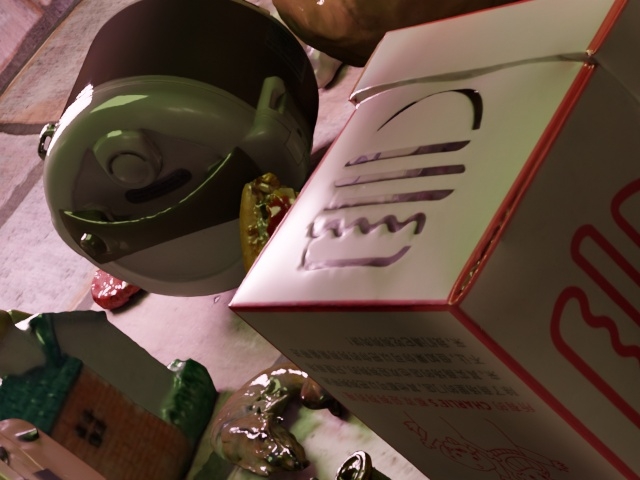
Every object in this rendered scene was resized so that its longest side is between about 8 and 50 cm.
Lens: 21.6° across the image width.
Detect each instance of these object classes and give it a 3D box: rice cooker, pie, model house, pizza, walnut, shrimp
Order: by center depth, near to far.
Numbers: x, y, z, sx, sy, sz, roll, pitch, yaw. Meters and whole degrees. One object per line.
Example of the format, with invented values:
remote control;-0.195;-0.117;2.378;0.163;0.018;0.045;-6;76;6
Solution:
shrimp;-0.033;0.184;1.729;0.145;0.059;0.254;-44;17;-18
model house;-0.313;0.181;1.865;0.194;0.325;0.267;-23;33;40
pizza;0.000;0.000;1.880;0.199;0.188;0.062;-19;-10;18
walnut;0.091;-0.379;2.052;0.383;0.383;0.383;-37;25;21
rice cooker;-0.163;-0.113;2.079;0.335;0.335;0.325;-33;28;29
pie;-0.265;0.036;2.365;0.154;0.036;0.154;-37;26;21

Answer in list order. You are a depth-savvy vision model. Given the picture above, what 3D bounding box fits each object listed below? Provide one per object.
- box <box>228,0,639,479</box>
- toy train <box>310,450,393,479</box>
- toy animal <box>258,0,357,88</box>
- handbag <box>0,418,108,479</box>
box;0.171;0.020;1.321;0.314;0.312;0.300;-3;49;56
toy train;0.039;0.275;1.430;0.137;0.090;0.225;-51;23;8
toy animal;-0.062;-0.293;2.377;0.266;0.188;0.308;-43;19;-13
handbag;-0.271;0.348;1.641;0.149;0.283;0.302;-25;38;-38
